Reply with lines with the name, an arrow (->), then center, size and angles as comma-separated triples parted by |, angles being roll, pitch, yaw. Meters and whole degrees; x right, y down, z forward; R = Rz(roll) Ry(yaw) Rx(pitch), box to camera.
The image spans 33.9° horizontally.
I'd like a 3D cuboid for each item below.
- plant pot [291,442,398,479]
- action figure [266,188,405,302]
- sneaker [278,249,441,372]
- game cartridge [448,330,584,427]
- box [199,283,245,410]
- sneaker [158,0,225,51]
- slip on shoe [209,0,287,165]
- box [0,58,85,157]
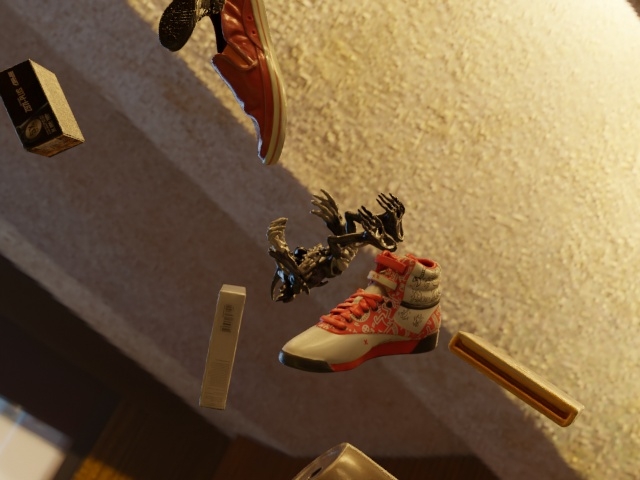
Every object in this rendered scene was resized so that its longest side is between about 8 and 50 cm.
plant pot -> 0.071, 0.581, 2.157 | 0.280, 0.323, 0.323 | 52, -32, 0
action figure -> 0.000, 0.000, 1.630 | 0.276, 0.164, 0.141 | -25, -77, 39
sneaker -> 0.059, 0.090, 1.437 | 0.270, 0.145, 0.090 | -6, 17, -37
game cartridge -> 0.419, 0.292, 2.215 | 0.285, 0.052, 0.324 | 34, 2, 18
box -> -0.202, 0.212, 2.186 | 0.058, 0.232, 0.322 | 11, -1, -3
sneaker -> -0.158, -0.312, 1.379 | 0.051, 0.170, 0.089 | 5, -15, 25
slip on shoe -> -0.123, -0.274, 1.681 | 0.101, 0.331, 0.123 | -11, -11, -15
box -> -0.513, -0.238, 1.922 | 0.180, 0.077, 0.147 | -115, -179, -89
